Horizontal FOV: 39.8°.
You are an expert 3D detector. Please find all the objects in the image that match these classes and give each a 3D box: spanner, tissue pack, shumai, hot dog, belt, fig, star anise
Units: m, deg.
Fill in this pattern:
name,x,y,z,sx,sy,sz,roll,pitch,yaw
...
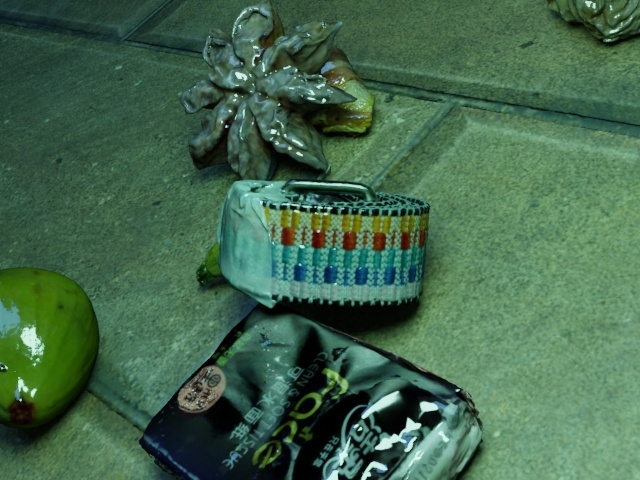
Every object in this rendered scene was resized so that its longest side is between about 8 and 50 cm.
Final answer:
name,x,y,z,sx,sy,sz,roll,pitch,yaw
spanner,-0.030,-0.031,1.296,0.054,0.015,0.255,-10,42,27
tissue pack,-0.019,0.203,0.942,0.332,0.123,0.245,22,63,45
shumai,0.425,-0.388,1.320,0.206,0.166,0.175,-41,17,-15
hot dog,0.008,-0.243,1.446,0.123,0.093,0.262,-32,55,2
belt,0.000,0.000,1.069,0.257,0.150,0.207,4,8,6
fig,-0.397,0.148,1.181,0.202,0.203,0.225,-29,31,1
star anise,-0.096,-0.222,1.361,0.331,0.117,0.332,-6,80,34

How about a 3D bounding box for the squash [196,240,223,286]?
name,x,y,z,sx,sy,sz,roll,pitch,yaw
squash,-0.069,-0.003,1.221,0.252,0.066,0.066,-20,39,14
